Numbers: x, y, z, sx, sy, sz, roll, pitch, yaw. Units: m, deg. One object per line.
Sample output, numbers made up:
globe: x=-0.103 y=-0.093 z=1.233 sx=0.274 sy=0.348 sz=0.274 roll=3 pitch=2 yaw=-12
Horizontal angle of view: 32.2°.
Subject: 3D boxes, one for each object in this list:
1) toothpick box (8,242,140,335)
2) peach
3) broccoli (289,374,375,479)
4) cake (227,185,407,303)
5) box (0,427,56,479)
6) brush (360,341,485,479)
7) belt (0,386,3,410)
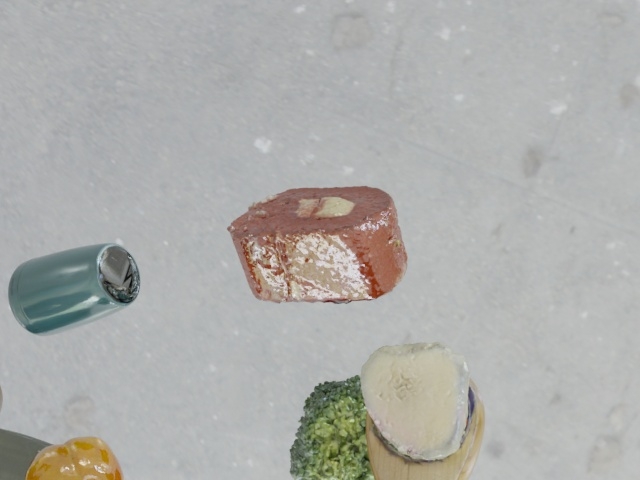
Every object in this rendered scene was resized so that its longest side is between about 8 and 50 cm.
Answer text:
toothpick box: x=-0.361 y=0.068 z=1.644 sx=0.120 sy=0.184 sz=0.120 roll=33 pitch=49 yaw=-48
peach: x=-0.343 y=0.338 z=1.541 sx=0.138 sy=0.138 sz=0.138 roll=-9 pitch=111 yaw=-24
broccoli: x=0.053 y=0.373 z=1.825 sx=0.235 sy=0.260 sz=0.288 roll=-35 pitch=151 yaw=-12
cake: x=0.000 y=0.000 z=1.740 sx=0.177 sy=0.283 sz=0.150 roll=-60 pitch=138 yaw=-50
box: x=-0.511 y=0.440 z=1.740 sx=0.166 sy=0.221 sz=0.290 roll=76 pitch=31 yaw=-47
brush: x=0.140 y=0.287 z=1.571 sx=0.174 sy=0.166 sz=0.266 roll=2 pitch=74 yaw=13
belt: x=-0.565 y=0.265 z=1.531 sx=0.261 sy=0.105 sz=0.184 roll=-31 pitch=119 yaw=8
